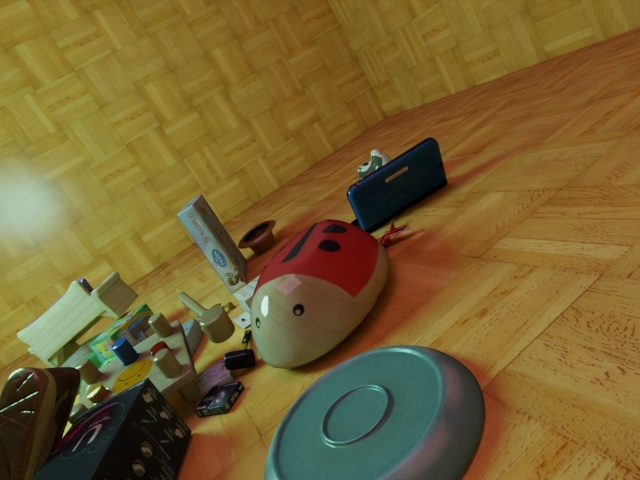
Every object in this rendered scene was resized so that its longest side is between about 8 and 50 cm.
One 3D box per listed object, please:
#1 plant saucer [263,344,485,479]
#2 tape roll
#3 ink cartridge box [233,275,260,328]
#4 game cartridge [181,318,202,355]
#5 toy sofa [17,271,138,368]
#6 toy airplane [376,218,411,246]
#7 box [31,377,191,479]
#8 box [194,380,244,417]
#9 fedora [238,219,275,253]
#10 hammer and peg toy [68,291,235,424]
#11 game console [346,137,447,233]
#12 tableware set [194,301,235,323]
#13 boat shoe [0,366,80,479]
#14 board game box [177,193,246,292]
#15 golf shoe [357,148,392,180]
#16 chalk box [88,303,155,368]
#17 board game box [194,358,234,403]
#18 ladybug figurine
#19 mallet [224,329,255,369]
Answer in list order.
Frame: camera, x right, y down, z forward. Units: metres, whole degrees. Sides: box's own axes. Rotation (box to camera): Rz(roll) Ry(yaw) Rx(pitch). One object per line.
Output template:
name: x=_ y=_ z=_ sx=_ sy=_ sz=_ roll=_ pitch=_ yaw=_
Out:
plant saucer: x=0.053 y=0.239 z=0.613 sx=0.317 sy=0.044 sz=0.317 roll=-29 pitch=15 yaw=9
tape roll: x=-0.822 y=0.431 z=1.610 sx=0.321 sy=0.077 sz=0.321 roll=-28 pitch=16 yaw=9
ink cartridge box: x=-0.158 y=0.145 z=1.264 sx=0.198 sy=0.067 sz=0.115 roll=-37 pitch=16 yaw=-19
game cartridge: x=-0.431 y=0.326 z=1.242 sx=0.198 sy=0.062 sz=0.297 roll=-22 pitch=17 yaw=16
toy sofa: x=-0.808 y=0.252 z=1.560 sx=0.362 sy=0.177 sz=0.150 roll=-39 pitch=13 yaw=16
toy airplane: x=0.174 y=-0.013 z=1.209 sx=0.151 sy=0.028 sz=0.151 roll=-27 pitch=16 yaw=8
box: x=-0.335 y=0.373 z=0.729 sx=0.165 sy=0.143 sz=0.270 roll=-30 pitch=16 yaw=7
box: x=-0.196 y=0.309 z=0.908 sx=0.083 sy=0.018 sz=0.067 roll=-21 pitch=18 yaw=33
fedora: x=-0.241 y=-0.005 z=1.881 sx=0.194 sy=0.079 sz=0.194 roll=-27 pitch=22 yaw=12
hammer and peg toy: x=-0.352 y=0.266 z=1.011 sx=0.361 sy=0.127 sz=0.266 roll=-33 pitch=25 yaw=-13
game console: x=0.203 y=-0.163 z=1.383 sx=0.293 sy=0.250 sz=0.173 roll=-33 pitch=42 yaw=-5
tableware set: x=-0.327 y=0.224 z=1.432 sx=0.154 sy=0.024 sz=0.104 roll=-24 pitch=13 yaw=29
boat shoe: x=-0.501 y=0.381 z=0.803 sx=0.123 sy=0.342 sz=0.123 roll=14 pitch=-3 yaw=20
board game box: x=-0.375 y=0.000 z=1.669 sx=0.066 sy=0.319 sz=0.318 roll=-32 pitch=14 yaw=-1
golf shoe: x=0.171 y=-0.196 z=1.541 sx=0.105 sy=0.120 sz=0.273 roll=-30 pitch=-9 yaw=-30
chalk box: x=-0.600 y=0.319 z=1.432 sx=0.132 sy=0.132 sz=0.213 roll=-22 pitch=17 yaw=30
board game box: x=-0.230 y=0.297 z=1.005 sx=0.090 sy=0.020 sz=0.090 roll=-32 pitch=16 yaw=-3
ladybug figurine: x=-0.011 y=0.081 z=1.004 sx=0.305 sy=0.162 sz=0.449 roll=-24 pitch=16 yaw=24
mallet: x=-0.181 y=0.241 z=1.050 sx=0.062 sy=0.039 sz=0.189 roll=-10 pitch=9 yaw=-9
